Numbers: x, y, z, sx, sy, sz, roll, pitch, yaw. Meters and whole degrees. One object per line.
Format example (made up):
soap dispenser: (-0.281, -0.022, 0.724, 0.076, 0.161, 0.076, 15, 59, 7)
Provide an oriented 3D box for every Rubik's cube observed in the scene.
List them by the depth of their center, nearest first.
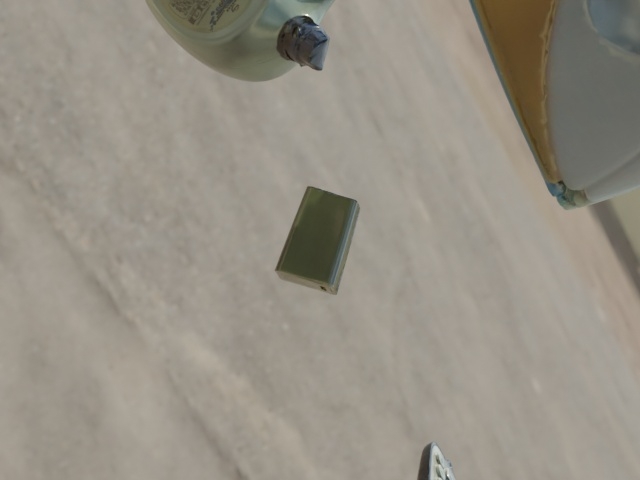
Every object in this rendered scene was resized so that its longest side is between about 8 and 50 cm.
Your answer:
Rubik's cube: (0.357, -0.253, 1.642, 0.352, 0.347, 0.351, 69, 17, 1)

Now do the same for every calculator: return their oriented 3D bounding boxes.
calculator: (0.161, 0.378, 1.987, 0.268, 0.040, 0.177, -79, 150, -51)

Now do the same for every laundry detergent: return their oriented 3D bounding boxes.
laundry detergent: (-0.066, -0.288, 1.853, 0.280, 0.215, 0.105, 36, -9, 43)

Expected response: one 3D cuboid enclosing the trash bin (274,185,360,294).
trash bin: (0.000, 0.000, 1.545, 0.043, 0.061, 0.092, 66, 42, -72)
